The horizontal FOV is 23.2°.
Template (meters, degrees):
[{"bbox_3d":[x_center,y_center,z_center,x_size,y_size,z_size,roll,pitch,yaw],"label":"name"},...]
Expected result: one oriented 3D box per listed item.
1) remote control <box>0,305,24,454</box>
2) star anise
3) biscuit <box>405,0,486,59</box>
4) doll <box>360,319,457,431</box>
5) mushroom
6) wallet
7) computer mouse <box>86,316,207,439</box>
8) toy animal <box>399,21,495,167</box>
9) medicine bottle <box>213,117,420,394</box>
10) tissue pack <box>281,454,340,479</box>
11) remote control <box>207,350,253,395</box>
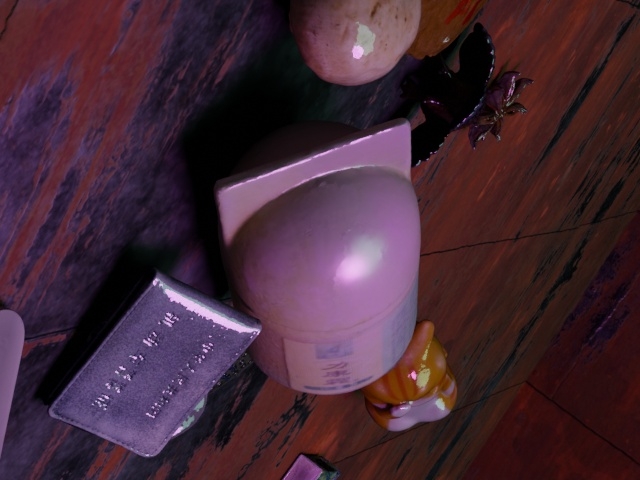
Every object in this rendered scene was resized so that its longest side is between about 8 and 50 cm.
[{"bbox_3d":[-0.346,0.183,1.565,0.077,0.022,0.245,-1,107,-59],"label":"remote control"},{"bbox_3d":[0.265,-0.201,2.343,0.141,0.042,0.141,-40,156,-22],"label":"star anise"},{"bbox_3d":[0.173,-0.341,1.909,0.257,0.049,0.273,-14,136,-59],"label":"biscuit"},{"bbox_3d":[0.142,0.225,2.623,0.167,0.162,0.269,-20,164,1],"label":"doll"},{"bbox_3d":[0.031,-0.247,1.646,0.166,0.127,0.166,-31,127,-51],"label":"mushroom"},{"bbox_3d":[-0.191,0.143,1.765,0.167,0.036,0.222,30,110,-33],"label":"wallet"},{"bbox_3d":[-0.207,0.148,1.846,0.128,0.079,0.231,-28,133,-21],"label":"computer mouse"},{"bbox_3d":[0.181,-0.180,2.089,0.218,0.116,0.179,-61,159,4],"label":"toy animal"},{"bbox_3d":[0.000,0.000,1.817,0.236,0.236,0.406,-46,160,-18],"label":"medicine bottle"},{"bbox_3d":[-0.013,0.428,2.732,0.085,0.079,0.111,-55,160,3],"label":"tissue pack"},{"bbox_3d":[-0.117,0.151,2.097,0.222,0.042,0.072,-36,154,-35],"label":"remote control"}]
